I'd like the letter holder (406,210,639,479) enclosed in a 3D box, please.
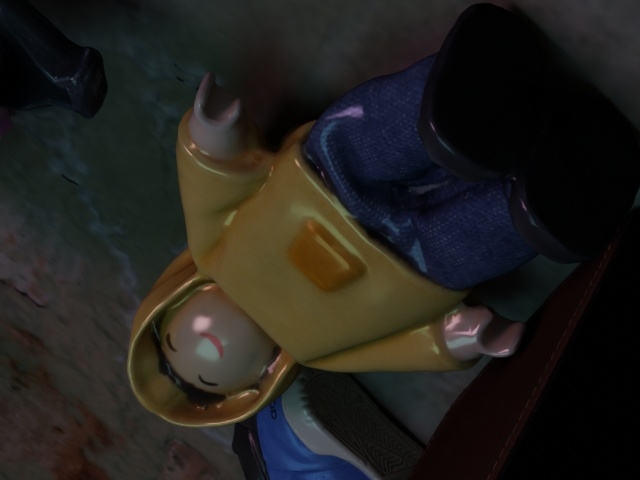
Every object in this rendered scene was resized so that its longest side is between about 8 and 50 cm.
[{"bbox_3d":[0.086,0.178,0.729,0.152,0.302,0.214,35,143,-1],"label":"letter holder"}]

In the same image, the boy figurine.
[{"bbox_3d":[0.000,0.000,0.776,0.177,0.092,0.285,43,139,-15],"label":"boy figurine"}]

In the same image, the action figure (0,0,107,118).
[{"bbox_3d":[-0.289,-0.069,0.761,0.341,0.178,0.330,11,164,31],"label":"action figure"}]

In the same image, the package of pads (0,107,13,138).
[{"bbox_3d":[-0.188,-0.084,0.868,0.050,0.032,0.083,13,138,29],"label":"package of pads"}]

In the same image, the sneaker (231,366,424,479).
[{"bbox_3d":[0.017,0.137,0.933,0.152,0.058,0.084,47,135,-10],"label":"sneaker"}]
